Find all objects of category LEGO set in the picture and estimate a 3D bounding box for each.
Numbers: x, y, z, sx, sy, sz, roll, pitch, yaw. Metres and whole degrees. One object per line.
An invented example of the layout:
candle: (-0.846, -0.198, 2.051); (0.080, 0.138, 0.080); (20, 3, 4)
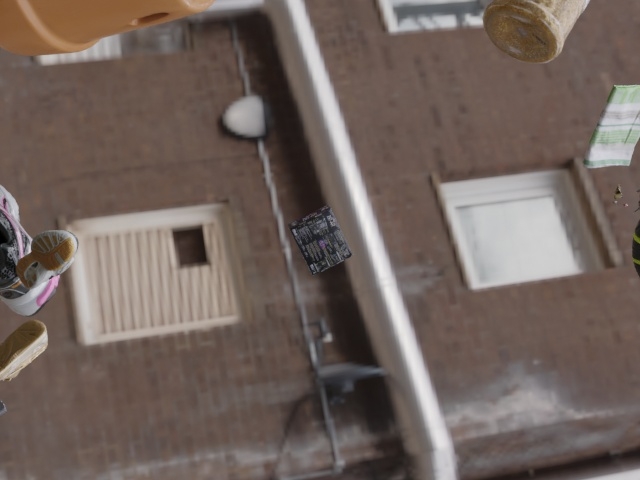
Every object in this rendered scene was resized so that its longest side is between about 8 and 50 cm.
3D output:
LEGO set: (0.485, -0.060, 1.763); (0.023, 0.083, 0.054); (-11, 98, -75)

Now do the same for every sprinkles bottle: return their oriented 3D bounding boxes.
sprinkles bottle: (0.358, -0.415, 1.648); (0.355, 0.121, 0.121); (-58, -179, -21)

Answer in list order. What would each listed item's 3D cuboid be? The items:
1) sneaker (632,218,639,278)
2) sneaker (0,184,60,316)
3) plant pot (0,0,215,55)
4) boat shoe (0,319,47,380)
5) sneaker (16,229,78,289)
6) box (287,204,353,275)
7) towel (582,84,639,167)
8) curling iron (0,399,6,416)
sneaker: (0.667, 0.053, 2.011); (0.145, 0.147, 0.384); (0, -39, 49)
sneaker: (-0.288, -0.017, 0.976); (0.178, 0.072, 0.077); (37, -10, 30)
plant pot: (-0.216, -0.334, 1.182); (0.291, 0.204, 0.290); (3, 90, -73)
boat shoe: (-0.519, 0.203, 1.923); (0.063, 0.170, 0.059); (36, -30, 33)
sneaker: (-0.204, 0.008, 0.899); (0.083, 0.037, 0.032); (-30, -90, 47)
box: (0.000, 0.000, 1.668); (0.083, 0.067, 0.018); (63, -1, -24)
towel: (0.510, -0.192, 1.975); (0.023, 0.113, 0.152); (45, -49, 41)
curling iron: (-0.446, 0.255, 1.217); (0.068, 0.274, 0.035); (58, -27, -15)
